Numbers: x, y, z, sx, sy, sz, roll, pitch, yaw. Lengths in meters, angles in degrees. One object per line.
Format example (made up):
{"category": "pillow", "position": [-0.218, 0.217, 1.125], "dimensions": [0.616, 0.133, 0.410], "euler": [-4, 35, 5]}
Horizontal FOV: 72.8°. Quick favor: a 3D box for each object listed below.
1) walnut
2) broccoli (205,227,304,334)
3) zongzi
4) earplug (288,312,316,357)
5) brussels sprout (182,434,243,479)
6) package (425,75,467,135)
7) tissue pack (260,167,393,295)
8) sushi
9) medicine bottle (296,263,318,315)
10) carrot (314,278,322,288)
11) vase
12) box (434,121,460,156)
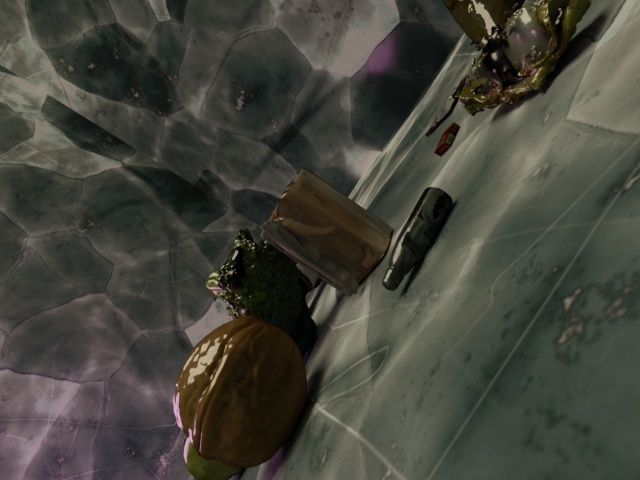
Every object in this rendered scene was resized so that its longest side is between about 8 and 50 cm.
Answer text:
{"category": "walnut", "position": [-0.174, 0.329, 0.965], "dimensions": [0.252, 0.277, 0.313], "euler": [-35, 20, 55]}
{"category": "broccoli", "position": [-0.189, 0.144, 1.276], "dimensions": [0.277, 0.317, 0.338], "euler": [-19, -38, -44]}
{"category": "zongzi", "position": [0.384, -0.602, 1.088], "dimensions": [0.160, 0.323, 0.360], "euler": [-43, 17, 45]}
{"category": "earplug", "position": [-0.112, 0.337, 1.417], "dimensions": [0.164, 0.257, 0.280], "euler": [-14, -46, -38]}
{"category": "brussels sprout", "position": [-0.297, 0.583, 1.199], "dimensions": [0.145, 0.183, 0.131], "euler": [-37, -1, -3]}
{"category": "package", "position": [0.427, -0.456, 1.481], "dimensions": [0.173, 0.027, 0.171], "euler": [-59, 1, -17]}
{"category": "tissue pack", "position": [0.000, 0.000, 1.156], "dimensions": [0.238, 0.305, 0.238], "euler": [-55, 3, 4]}
{"category": "sushi", "position": [0.340, -0.320, 0.776], "dimensions": [0.139, 0.131, 0.291], "euler": [-58, 12, -16]}
{"category": "medicine bottle", "position": [-0.135, 0.228, 1.734], "dimensions": [0.395, 0.242, 0.242], "euler": [-54, 1, -37]}
{"category": "carrot", "position": [0.034, 0.071, 1.956], "dimensions": [0.358, 0.074, 0.074], "euler": [-62, 5, -31]}
{"category": "vase", "position": [0.174, 0.000, 0.810], "dimensions": [0.211, 0.060, 0.060], "euler": [-58, 4, -12]}
{"category": "box", "position": [0.337, -0.269, 1.154], "dimensions": [0.082, 0.023, 0.051], "euler": [-60, 6, -26]}
